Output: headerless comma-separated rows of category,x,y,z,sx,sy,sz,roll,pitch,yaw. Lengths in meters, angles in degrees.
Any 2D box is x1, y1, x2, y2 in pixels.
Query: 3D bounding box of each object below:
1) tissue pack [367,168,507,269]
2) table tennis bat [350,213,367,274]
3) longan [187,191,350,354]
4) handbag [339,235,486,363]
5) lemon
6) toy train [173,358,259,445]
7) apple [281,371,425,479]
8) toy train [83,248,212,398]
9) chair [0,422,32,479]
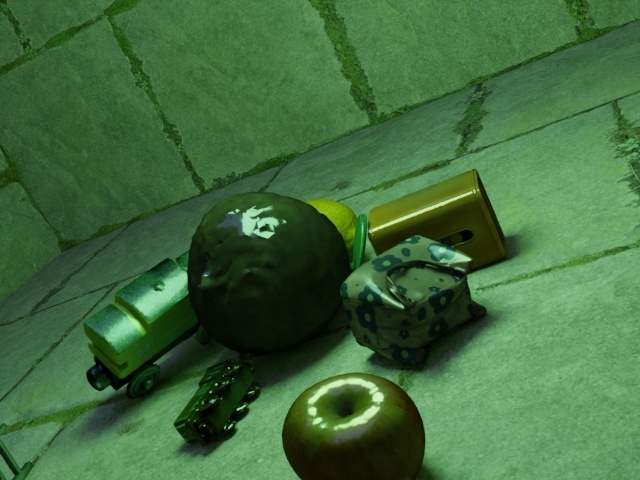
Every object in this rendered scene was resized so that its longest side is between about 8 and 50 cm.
tissue pack,0.268,-0.017,1.785,0.274,0.194,0.145,-22,18,16
table tennis bat,0.086,0.051,1.830,0.039,0.257,0.160,7,45,-3
longan,-0.127,0.070,1.800,0.391,0.391,0.391,-24,17,8
handbag,0.194,0.117,1.548,0.251,0.190,0.193,-30,27,-25
lemon,0.005,0.000,2.073,0.228,0.228,0.253,-35,20,-25
toy train,-0.223,0.345,1.647,0.137,0.090,0.225,-25,16,31
apple,0.056,0.314,1.194,0.210,0.173,0.235,-26,26,-14
toy train,-0.407,0.200,1.964,0.179,0.272,0.442,36,54,23
chair,-0.790,0.558,1.749,0.136,0.147,0.270,-23,16,10
